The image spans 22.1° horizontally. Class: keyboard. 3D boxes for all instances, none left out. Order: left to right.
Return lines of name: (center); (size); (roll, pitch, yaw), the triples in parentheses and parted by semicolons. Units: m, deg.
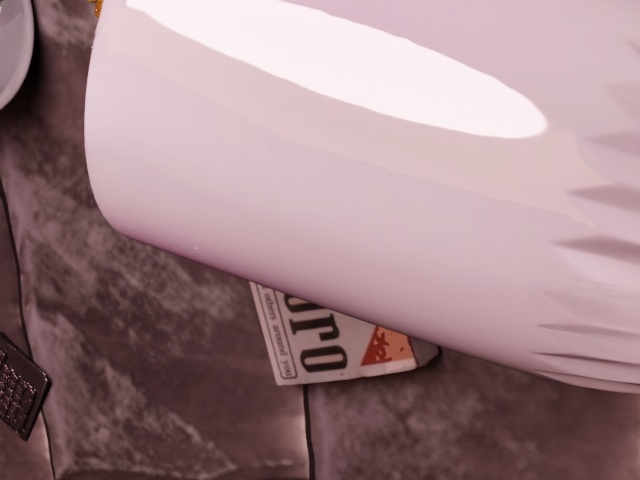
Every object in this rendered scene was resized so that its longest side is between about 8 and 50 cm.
keyboard: (-0.289, 0.073, 1.260); (0.196, 0.015, 0.074); (37, 121, 18)

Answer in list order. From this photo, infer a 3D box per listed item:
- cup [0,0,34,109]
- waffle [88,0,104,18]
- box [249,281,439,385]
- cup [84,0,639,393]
cup: (-0.375, -0.123, 1.138); (0.312, 0.205, 0.205); (-23, 92, 35)
waffle: (-0.100, -0.246, 1.021); (0.232, 0.051, 0.228); (-10, 100, 35)
box: (0.000, 0.000, 1.043); (0.115, 0.036, 0.177); (-10, 99, 33)
cup: (0.084, -0.069, 0.838); (0.372, 0.253, 0.253); (19, 114, 17)
